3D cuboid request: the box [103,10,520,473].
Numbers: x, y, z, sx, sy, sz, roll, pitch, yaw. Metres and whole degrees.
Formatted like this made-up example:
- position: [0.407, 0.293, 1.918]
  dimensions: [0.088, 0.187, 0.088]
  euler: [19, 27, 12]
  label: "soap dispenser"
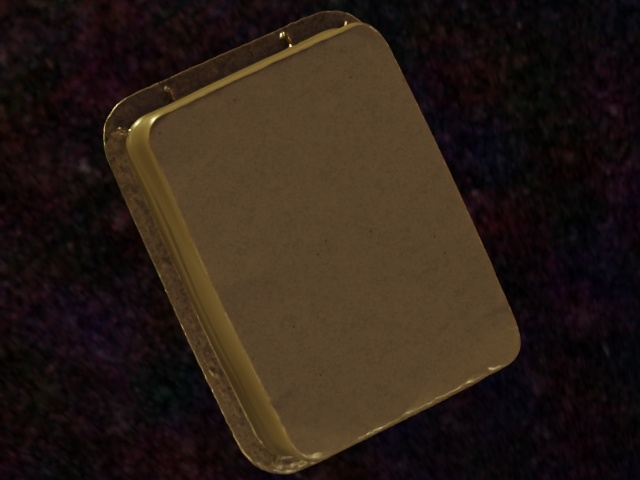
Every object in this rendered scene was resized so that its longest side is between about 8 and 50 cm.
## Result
- position: [0.000, 0.000, 0.433]
  dimensions: [0.089, 0.062, 0.122]
  euler: [-25, 93, -10]
  label: "box"
